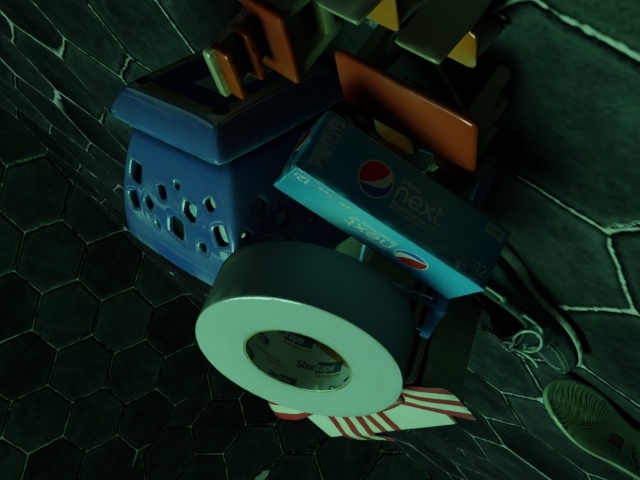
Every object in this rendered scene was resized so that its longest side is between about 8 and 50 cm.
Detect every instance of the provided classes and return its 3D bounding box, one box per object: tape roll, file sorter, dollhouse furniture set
[{"bbox_3d":[-0.014,0.096,0.851,0.219,0.072,0.219,12,143,9],"label":"tape roll"},{"bbox_3d":[0.105,0.000,0.898,0.104,0.170,0.118,20,162,6],"label":"file sorter"},{"bbox_3d":[0.036,-0.144,0.758,0.259,0.135,0.262,33,163,23],"label":"dollhouse furniture set"}]

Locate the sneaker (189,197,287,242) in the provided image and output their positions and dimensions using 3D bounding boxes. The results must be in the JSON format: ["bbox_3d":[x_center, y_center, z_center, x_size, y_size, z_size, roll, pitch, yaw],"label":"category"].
[{"bbox_3d":[-0.118,-0.042,1.224,0.366,0.135,0.150,-123,32,-54],"label":"sneaker"}]

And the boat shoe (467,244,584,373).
[{"bbox_3d":[0.250,0.098,1.051,0.254,0.079,0.095,49,162,-31],"label":"boat shoe"}]

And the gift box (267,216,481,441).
[{"bbox_3d":[0.072,0.125,1.096,0.276,0.258,0.255,43,139,-23],"label":"gift box"}]

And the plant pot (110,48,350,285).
[{"bbox_3d":[-0.093,-0.103,0.976,0.236,0.236,0.212,27,137,39],"label":"plant pot"}]

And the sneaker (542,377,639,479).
[{"bbox_3d":[0.405,0.289,1.228,0.222,0.083,0.118,39,165,-1],"label":"sneaker"}]

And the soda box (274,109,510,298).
[{"bbox_3d":[0.067,-0.029,0.768,0.210,0.067,0.071,33,160,-12],"label":"soda box"}]

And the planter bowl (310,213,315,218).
[{"bbox_3d":[0.000,0.000,1.335,0.217,0.090,0.217,33,163,12],"label":"planter bowl"}]
